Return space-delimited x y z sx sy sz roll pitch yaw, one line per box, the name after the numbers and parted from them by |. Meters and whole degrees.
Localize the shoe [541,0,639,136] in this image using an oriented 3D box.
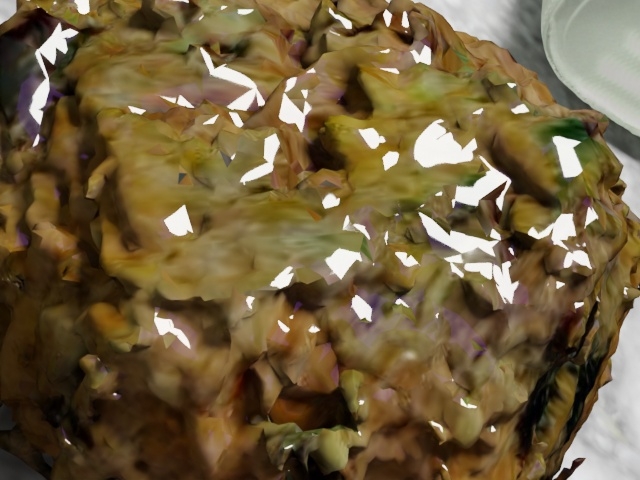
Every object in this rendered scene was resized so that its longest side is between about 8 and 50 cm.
0.275 -0.093 0.856 0.363 0.132 0.160 25 43 -18 | shoe

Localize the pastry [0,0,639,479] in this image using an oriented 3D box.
0.000 0.000 0.529 0.275 0.193 0.275 18 53 -25 | pastry
